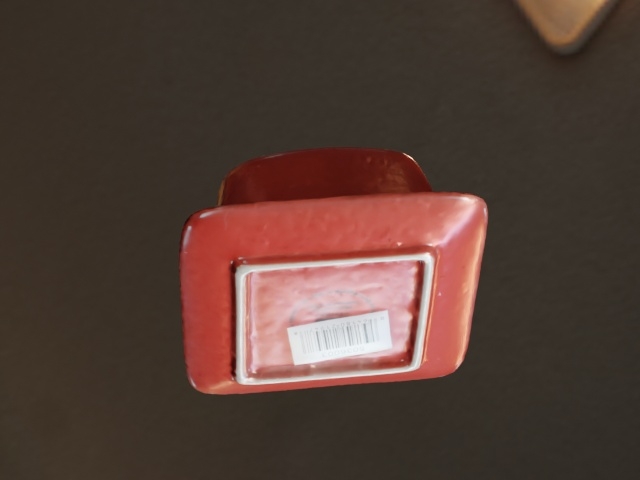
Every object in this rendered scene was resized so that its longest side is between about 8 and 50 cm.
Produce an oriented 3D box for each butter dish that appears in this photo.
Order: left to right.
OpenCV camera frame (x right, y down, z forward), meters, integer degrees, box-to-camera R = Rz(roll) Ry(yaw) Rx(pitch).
[{"bbox_3d":[0.000,0.000,0.891,0.160,0.160,0.118,93,-10,-48],"label":"butter dish"}]
